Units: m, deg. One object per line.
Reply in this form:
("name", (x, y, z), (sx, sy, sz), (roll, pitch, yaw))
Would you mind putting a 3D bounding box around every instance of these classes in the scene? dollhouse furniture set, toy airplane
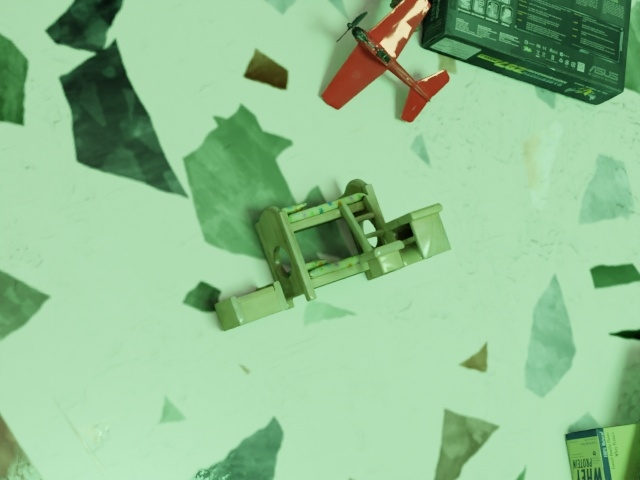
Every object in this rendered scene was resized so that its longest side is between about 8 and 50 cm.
("dollhouse furniture set", (0.000, 0.000, 1.544), (0.182, 0.161, 0.101), (-18, 87, -30))
("toy airplane", (0.074, -0.178, 1.674), (0.151, 0.028, 0.151), (-13, 121, -21))

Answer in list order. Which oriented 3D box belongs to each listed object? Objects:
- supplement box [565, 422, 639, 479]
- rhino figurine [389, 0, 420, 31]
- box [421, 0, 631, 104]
("supplement box", (0.313, 0.237, 1.709), (0.083, 0.056, 0.083), (-4, 81, -28))
("rhino figurine", (0.022, -0.313, 1.677), (0.243, 0.073, 0.106), (24, 75, -23))
("box", (0.231, -0.268, 1.782), (0.232, 0.059, 0.183), (15, 72, -23))
